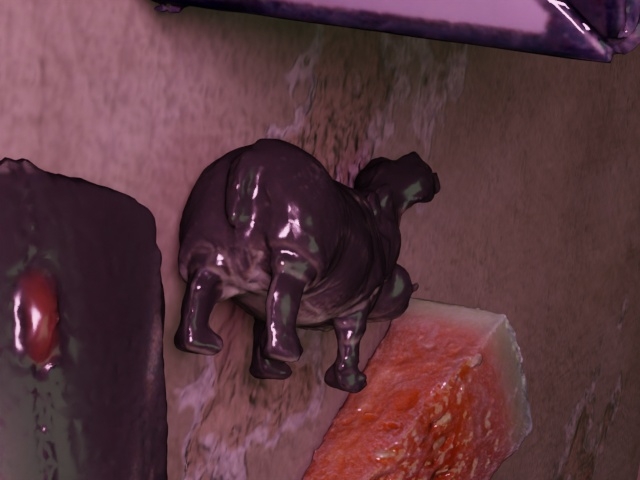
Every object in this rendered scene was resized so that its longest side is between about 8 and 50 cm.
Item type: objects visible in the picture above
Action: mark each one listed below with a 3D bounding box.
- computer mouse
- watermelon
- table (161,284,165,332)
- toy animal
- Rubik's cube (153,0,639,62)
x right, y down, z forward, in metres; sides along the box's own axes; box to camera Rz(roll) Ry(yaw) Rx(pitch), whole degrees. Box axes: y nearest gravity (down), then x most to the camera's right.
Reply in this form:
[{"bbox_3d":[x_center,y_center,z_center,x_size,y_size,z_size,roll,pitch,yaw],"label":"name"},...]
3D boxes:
[{"bbox_3d":[-0.145,0.110,0.635,0.168,0.087,0.295,-4,108,-38],"label":"computer mouse"},{"bbox_3d":[0.068,0.195,1.184,0.256,0.139,0.193,-39,128,-42],"label":"watermelon"},{"bbox_3d":[-0.139,0.058,0.741,0.133,0.043,0.134,-38,134,-53],"label":"table"},{"bbox_3d":[0.001,0.017,0.948,0.343,0.106,0.169,-6,100,-70],"label":"toy animal"},{"bbox_3d":[0.065,-0.303,0.695,0.307,0.310,0.305,-49,140,-44],"label":"Rubik's cube"}]
